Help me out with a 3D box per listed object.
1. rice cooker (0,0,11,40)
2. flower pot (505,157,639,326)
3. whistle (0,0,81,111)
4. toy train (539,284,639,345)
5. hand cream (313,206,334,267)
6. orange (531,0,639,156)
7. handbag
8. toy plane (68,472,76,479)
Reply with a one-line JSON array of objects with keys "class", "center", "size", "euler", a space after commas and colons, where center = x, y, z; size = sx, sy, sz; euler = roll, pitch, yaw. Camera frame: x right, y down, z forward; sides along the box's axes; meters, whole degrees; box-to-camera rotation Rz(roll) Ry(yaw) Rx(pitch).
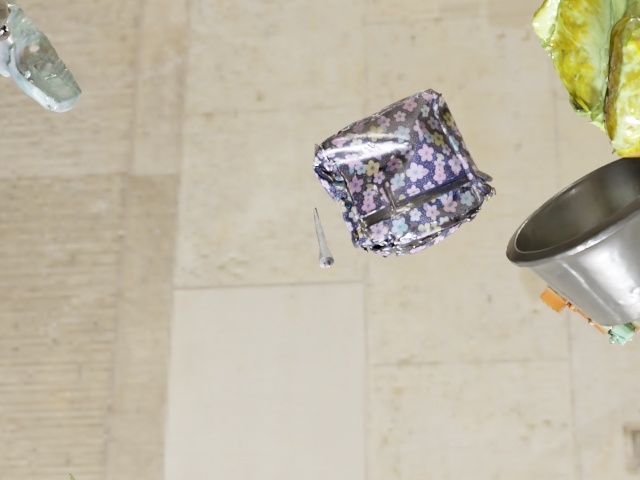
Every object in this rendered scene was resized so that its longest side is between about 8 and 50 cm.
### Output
[{"class": "rice cooker", "center": [-0.456, -0.275, 1.587], "size": [0.112, 0.106, 0.165], "euler": [46, 13, 21]}, {"class": "flower pot", "center": [0.403, 0.010, 1.771], "size": [0.166, 0.269, 0.269], "euler": [57, 16, -13]}, {"class": "whistle", "center": [-0.498, -0.327, 1.983], "size": [0.189, 0.347, 0.189], "euler": [-52, 172, -10]}, {"class": "toy train", "center": [0.469, 0.101, 2.180], "size": [0.118, 0.176, 0.074], "euler": [-46, 170, -15]}, {"class": "hand cream", "center": [0.000, 0.000, 1.607], "size": [0.093, 0.019, 0.030], "euler": [-106, -177, -48]}, {"class": "orange", "center": [0.332, -0.194, 1.336], "size": [0.237, 0.158, 0.179], "euler": [-120, -162, -59]}, {"class": "handbag", "center": [0.120, -0.089, 1.856], "size": [0.208, 0.228, 0.127], "euler": [65, -8, 3]}, {"class": "toy plane", "center": [-0.329, 0.325, 1.618], "size": [0.111, 0.102, 0.040], "euler": [-33, 94, -48]}]
